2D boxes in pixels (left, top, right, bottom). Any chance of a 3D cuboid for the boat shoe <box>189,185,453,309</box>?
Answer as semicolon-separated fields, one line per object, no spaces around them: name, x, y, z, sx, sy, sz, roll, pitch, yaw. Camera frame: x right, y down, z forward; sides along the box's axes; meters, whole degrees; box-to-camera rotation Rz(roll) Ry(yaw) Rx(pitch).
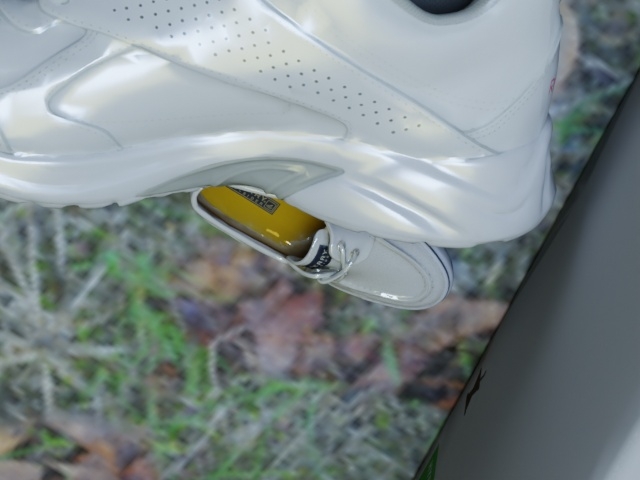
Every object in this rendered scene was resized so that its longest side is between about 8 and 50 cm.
boat shoe;0.000;0.000;0.645;0.100;0.035;0.035;30;118;-13

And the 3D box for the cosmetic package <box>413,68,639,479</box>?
cosmetic package;0.133;0.075;0.589;0.155;0.197;0.365;21;118;-5

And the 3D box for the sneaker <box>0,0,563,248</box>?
sneaker;-0.035;-0.071;0.586;0.232;0.090;0.115;5;115;-9
